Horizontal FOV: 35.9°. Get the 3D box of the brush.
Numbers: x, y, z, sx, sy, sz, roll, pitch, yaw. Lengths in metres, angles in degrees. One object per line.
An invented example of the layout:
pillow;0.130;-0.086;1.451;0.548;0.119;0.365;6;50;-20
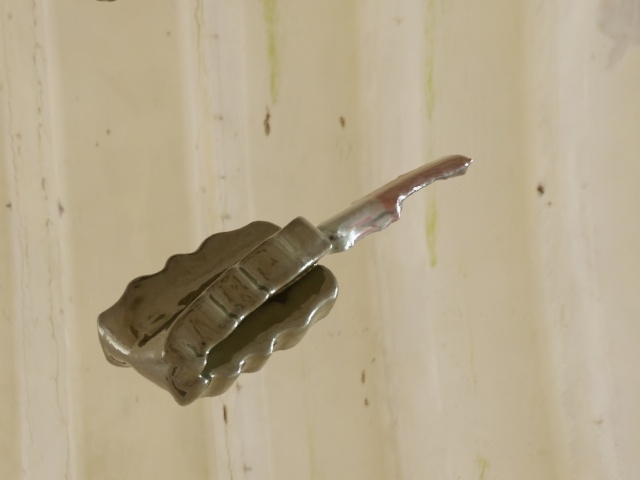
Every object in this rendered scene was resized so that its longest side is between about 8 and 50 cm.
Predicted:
brush;0.000;0.000;0.609;0.084;0.071;0.301;16;-145;40
